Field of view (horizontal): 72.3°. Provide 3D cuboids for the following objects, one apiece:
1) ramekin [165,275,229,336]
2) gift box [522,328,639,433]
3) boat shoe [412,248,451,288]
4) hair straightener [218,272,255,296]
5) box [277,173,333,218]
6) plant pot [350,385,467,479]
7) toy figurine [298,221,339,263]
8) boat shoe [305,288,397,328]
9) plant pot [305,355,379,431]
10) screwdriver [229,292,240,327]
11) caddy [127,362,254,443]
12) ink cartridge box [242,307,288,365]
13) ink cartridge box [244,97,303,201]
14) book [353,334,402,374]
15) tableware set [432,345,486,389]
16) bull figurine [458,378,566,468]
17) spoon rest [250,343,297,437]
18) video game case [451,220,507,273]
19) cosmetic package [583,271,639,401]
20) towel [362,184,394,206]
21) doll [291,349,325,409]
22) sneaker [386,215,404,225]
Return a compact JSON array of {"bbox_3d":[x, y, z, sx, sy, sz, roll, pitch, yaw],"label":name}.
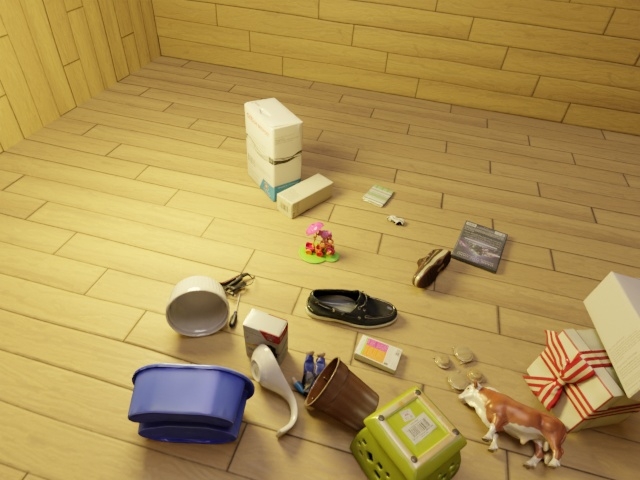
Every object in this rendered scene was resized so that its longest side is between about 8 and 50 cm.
[{"bbox_3d":[-0.417,0.216,1.493,0.207,0.207,0.109,-6,34,-13],"label":"ramekin"},{"bbox_3d":[0.811,0.417,1.359,0.258,0.255,0.276,0,37,-19],"label":"gift box"},{"bbox_3d":[0.432,0.110,1.788,0.095,0.095,0.257,20,36,37],"label":"boat shoe"},{"bbox_3d":[-0.340,0.186,1.655,0.231,0.047,0.089,-22,48,-33],"label":"hair straightener"},{"bbox_3d":[-0.072,-0.215,2.089,0.275,0.094,0.113,-30,53,-34],"label":"box"},{"bbox_3d":[0.240,0.547,1.176,0.228,0.207,0.227,-21,47,-28],"label":"plant pot"},{"bbox_3d":[0.000,0.000,1.804,0.173,0.159,0.130,12,42,7],"label":"toy figurine"},{"bbox_3d":[0.117,0.229,1.591,0.340,0.113,0.127,9,41,5],"label":"boat shoe"},{"bbox_3d":[0.070,0.457,1.281,0.165,0.167,0.167,37,46,0],"label":"plant pot"},{"bbox_3d":[-0.307,0.246,1.597,0.024,0.025,0.169,4,42,-1],"label":"screwdriver"},{"bbox_3d":[-0.358,0.436,1.219,0.342,0.241,0.179,4,48,-2],"label":"caddy"},{"bbox_3d":[-0.175,0.316,1.419,0.128,0.175,0.072,16,45,13],"label":"ink cartridge box"},{"bbox_3d":[-0.225,-0.435,2.095,0.166,0.394,0.285,-21,48,-26],"label":"ink cartridge box"},{"bbox_3d":[0.196,0.383,1.488,0.144,0.035,0.096,19,40,15],"label":"book"},{"bbox_3d":[0.469,0.428,1.473,0.141,0.020,0.168,-7,41,-16],"label":"tableware set"},{"bbox_3d":[0.562,0.540,1.296,0.311,0.101,0.188,15,48,18],"label":"bull figurine"},{"bbox_3d":[-0.140,0.444,1.331,0.084,0.137,0.276,-6,56,-32],"label":"spoon rest"},{"bbox_3d":[0.709,0.022,1.951,0.196,0.026,0.274,22,45,18],"label":"video game case"},{"bbox_3d":[0.937,0.278,1.250,0.197,0.155,0.365,18,36,-2],"label":"cosmetic package"},{"bbox_3d":[0.290,-0.223,2.194,0.113,0.023,0.152,25,43,18],"label":"towel"},{"bbox_3d":[-0.028,0.443,1.386,0.129,0.046,0.189,11,47,-7],"label":"doll"},{"bbox_3d":[0.348,-0.091,2.037,0.083,0.031,0.037,13,42,10],"label":"sneaker"}]
